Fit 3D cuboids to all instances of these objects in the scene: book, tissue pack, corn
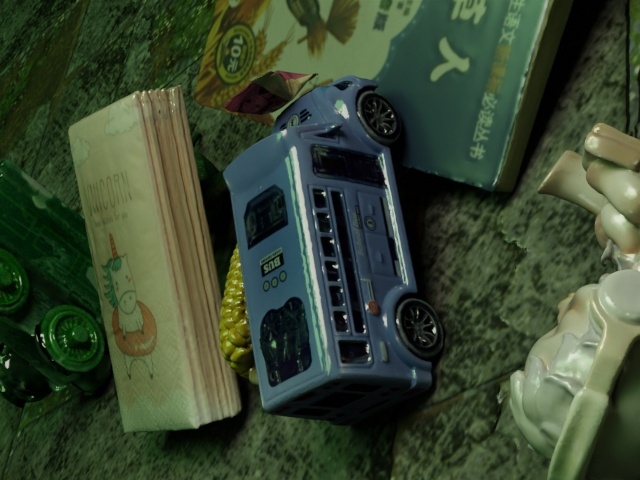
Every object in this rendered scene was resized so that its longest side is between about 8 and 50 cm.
[{"bbox_3d":[0.054,-0.231,1.283,0.428,0.039,0.300,20,95,45],"label":"book"},{"bbox_3d":[-0.168,0.024,1.373,0.170,0.071,0.326,-13,88,57],"label":"tissue pack"},{"bbox_3d":[-0.031,0.006,1.319,0.101,0.101,0.310,-27,41,45],"label":"corn"}]

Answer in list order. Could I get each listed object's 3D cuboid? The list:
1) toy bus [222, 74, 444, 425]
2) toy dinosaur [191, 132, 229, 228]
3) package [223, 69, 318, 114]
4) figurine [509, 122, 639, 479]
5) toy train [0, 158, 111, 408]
[{"bbox_3d":[0.000,0.000,1.169,0.125,0.133,0.292,-31,60,42],"label":"toy bus"},{"bbox_3d":[-0.127,-0.089,1.523,0.301,0.087,0.447,-58,17,33],"label":"toy dinosaur"},{"bbox_3d":[-0.042,-0.130,1.211,0.059,0.083,0.029,-36,75,28],"label":"package"},{"bbox_3d":[0.183,0.056,0.872,0.162,0.141,0.237,53,-127,-73],"label":"figurine"},{"bbox_3d":[-0.343,0.062,1.612,0.145,0.266,0.202,-31,28,41],"label":"toy train"}]
